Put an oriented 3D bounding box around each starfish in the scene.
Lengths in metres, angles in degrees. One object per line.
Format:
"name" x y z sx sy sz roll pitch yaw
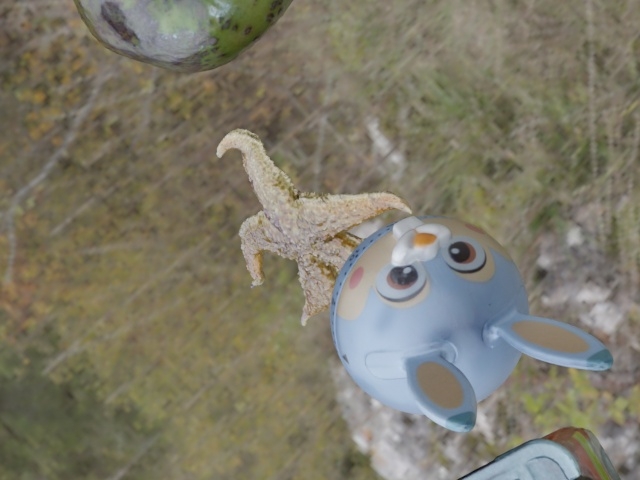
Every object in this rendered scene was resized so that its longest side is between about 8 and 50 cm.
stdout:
"starfish" -0.002 0.003 1.674 0.302 0.060 0.299 5 129 39

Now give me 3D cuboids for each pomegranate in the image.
"pomegranate" -0.089 -0.173 0.797 0.163 0.125 0.138 46 112 24

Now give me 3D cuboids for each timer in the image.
"timer" 0.094 0.053 1.068 0.175 0.175 0.255 46 168 -2

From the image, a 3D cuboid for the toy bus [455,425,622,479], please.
"toy bus" 0.167 0.240 0.821 0.121 0.120 0.265 -33 83 26
